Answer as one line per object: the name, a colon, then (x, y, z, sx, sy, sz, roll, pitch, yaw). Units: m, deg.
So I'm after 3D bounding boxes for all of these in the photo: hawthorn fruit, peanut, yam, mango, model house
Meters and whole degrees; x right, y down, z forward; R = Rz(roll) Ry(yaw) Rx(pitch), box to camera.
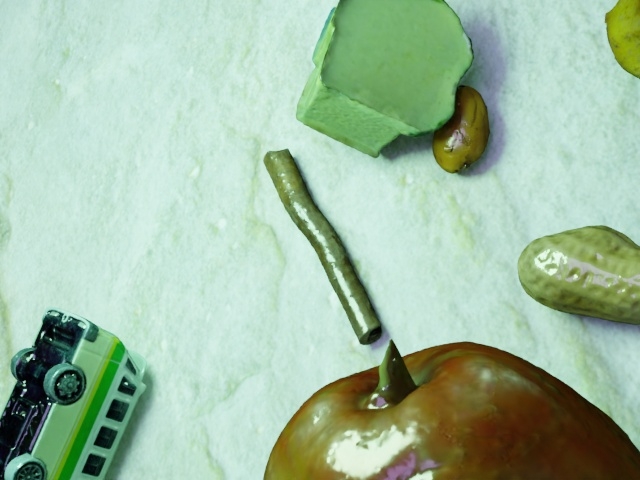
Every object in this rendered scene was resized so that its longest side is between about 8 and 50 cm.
hawthorn fruit: (0.131, 0.268, 0.966, 0.402, 0.403, 0.403, -11, 65, 25)
peanut: (0.333, 0.039, 1.141, 0.226, 0.095, 0.108, 11, 79, 31)
yam: (0.000, 0.000, 1.370, 0.045, 0.045, 0.327, -49, 53, 31)
mango: (0.183, -0.150, 1.320, 0.077, 0.063, 0.127, -4, 66, 37)
model house: (0.074, -0.230, 1.359, 0.189, 0.195, 0.214, 146, 143, -65)

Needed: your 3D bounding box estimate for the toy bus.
toy bus: (-0.354, 0.248, 1.390, 0.133, 0.164, 0.276, 13, 76, 47)

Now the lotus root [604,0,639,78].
lotus root: (0.477, -0.252, 1.148, 0.291, 0.193, 0.193, -7, 67, 23)
